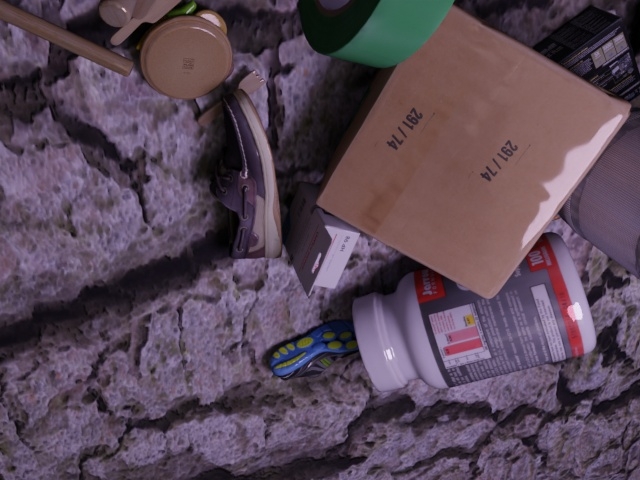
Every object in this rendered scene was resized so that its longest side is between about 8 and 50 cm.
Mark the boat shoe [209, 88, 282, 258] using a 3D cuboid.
[{"bbox_3d":[-0.116,-0.080,0.988,0.093,0.102,0.285,-16,133,-12],"label":"boat shoe"}]

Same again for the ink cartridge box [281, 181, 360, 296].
[{"bbox_3d":[0.000,0.000,1.030,0.060,0.180,0.104,11,118,-24],"label":"ink cartridge box"}]

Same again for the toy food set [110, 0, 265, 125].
[{"bbox_3d":[-0.176,-0.248,0.904,0.132,0.038,0.192,-34,137,11],"label":"toy food set"}]

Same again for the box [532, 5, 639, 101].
[{"bbox_3d":[0.396,-0.249,1.066,0.180,0.077,0.147,-36,126,6],"label":"box"}]

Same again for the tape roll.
[{"bbox_3d":[0.069,-0.355,0.736,0.077,0.321,0.321,7,119,-24],"label":"tape roll"}]

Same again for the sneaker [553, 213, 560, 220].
[{"bbox_3d":[0.450,-0.122,1.169,0.083,0.084,0.214,-2,131,-39],"label":"sneaker"}]

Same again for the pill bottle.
[{"bbox_3d":[0.252,0.132,1.145,0.363,0.210,0.210,-17,127,13],"label":"pill bottle"}]

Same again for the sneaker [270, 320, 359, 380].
[{"bbox_3d":[-0.001,0.205,1.244,0.188,0.067,0.078,-21,147,-7],"label":"sneaker"}]

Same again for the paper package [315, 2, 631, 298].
[{"bbox_3d":[0.199,-0.136,0.958,0.310,0.168,0.324,29,111,-2],"label":"paper package"}]

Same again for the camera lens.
[{"bbox_3d":[0.494,-0.063,0.995,0.220,0.274,0.219,-11,123,-17],"label":"camera lens"}]

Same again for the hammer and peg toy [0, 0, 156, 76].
[{"bbox_3d":[-0.265,-0.346,0.713,0.266,0.127,0.361,26,142,-27],"label":"hammer and peg toy"}]
